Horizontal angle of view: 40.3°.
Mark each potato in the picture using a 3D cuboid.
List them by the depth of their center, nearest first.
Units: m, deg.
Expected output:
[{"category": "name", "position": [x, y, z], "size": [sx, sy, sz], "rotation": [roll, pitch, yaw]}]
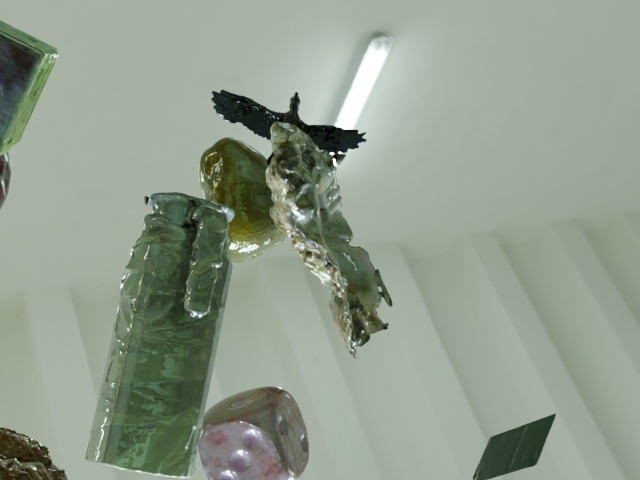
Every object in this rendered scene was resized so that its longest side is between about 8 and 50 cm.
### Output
[{"category": "potato", "position": [-0.125, -0.068, 1.393], "size": [0.157, 0.157, 0.194], "rotation": [-26, -90, -33]}]

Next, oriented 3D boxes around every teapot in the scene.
[{"category": "teapot", "position": [-0.108, 0.064, 0.627], "size": [0.077, 0.107, 0.200], "rotation": [14, -104, -22]}]

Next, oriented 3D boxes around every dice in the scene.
[{"category": "dice", "position": [-0.070, 0.213, 0.924], "size": [0.094, 0.093, 0.091], "rotation": [-44, -64, -69]}]

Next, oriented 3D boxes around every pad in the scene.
[{"category": "pad", "position": [0.347, 0.380, 1.581], "size": [0.004, 0.193, 0.116], "rotation": [40, -128, -7]}]

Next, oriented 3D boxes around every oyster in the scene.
[{"category": "oyster", "position": [-0.002, -0.001, 1.146], "size": [0.107, 0.354, 0.201], "rotation": [-10, -152, 17]}]

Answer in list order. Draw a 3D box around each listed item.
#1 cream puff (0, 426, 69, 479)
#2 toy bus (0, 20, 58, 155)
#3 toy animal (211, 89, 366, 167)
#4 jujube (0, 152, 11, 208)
[{"category": "cream puff", "position": [-0.464, 0.375, 1.218], "size": [0.303, 0.303, 0.212], "rotation": [27, -95, 0]}, {"category": "toy bus", "position": [-0.362, -0.175, 0.686], "size": [0.302, 0.113, 0.139], "rotation": [27, -171, -8]}, {"category": "toy animal", "position": [-0.044, -0.148, 1.176], "size": [0.220, 0.062, 0.108], "rotation": [13, -125, -10]}, {"category": "jujube", "position": [-0.507, -0.108, 1.156], "size": [0.183, 0.183, 0.243], "rotation": [-3, -124, -22]}]
